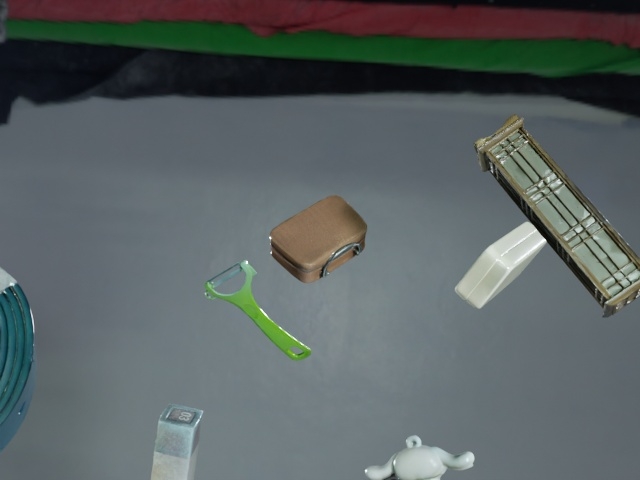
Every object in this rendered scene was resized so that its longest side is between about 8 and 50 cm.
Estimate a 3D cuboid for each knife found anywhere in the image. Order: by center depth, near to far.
[{"bbox_3d":[-0.072,0.099,0.988,0.078,0.023,0.166,-27,-65,28],"label":"knife"}]

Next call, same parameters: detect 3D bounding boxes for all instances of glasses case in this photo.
[{"bbox_3d":[0.408,0.050,1.757,0.070,0.131,0.312,42,30,16],"label":"glasses case"}]

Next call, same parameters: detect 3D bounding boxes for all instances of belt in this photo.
[{"bbox_3d":[-0.727,0.241,1.583,0.300,0.437,0.173,4,-29,-18],"label":"belt"}]

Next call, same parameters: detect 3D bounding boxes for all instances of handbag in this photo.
[{"bbox_3d":[0.000,0.000,1.671,0.193,0.151,0.072,-28,-34,-25],"label":"handbag"}]

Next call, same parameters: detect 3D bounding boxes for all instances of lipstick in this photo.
[{"bbox_3d":[-0.303,0.517,1.596,0.076,0.372,0.080,11,17,3],"label":"lipstick"}]

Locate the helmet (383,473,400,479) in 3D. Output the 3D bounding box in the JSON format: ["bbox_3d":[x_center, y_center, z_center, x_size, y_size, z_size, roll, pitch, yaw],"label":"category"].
[{"bbox_3d":[0.170,0.508,1.611,0.123,0.098,0.070,34,15,-12],"label":"helmet"}]

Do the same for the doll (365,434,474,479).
[{"bbox_3d":[0.119,0.299,0.977,0.135,0.113,0.071,10,9,23],"label":"doll"}]

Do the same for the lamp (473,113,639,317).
[{"bbox_3d":[0.363,-0.040,1.196,0.089,0.325,0.090,-36,-26,3],"label":"lamp"}]
